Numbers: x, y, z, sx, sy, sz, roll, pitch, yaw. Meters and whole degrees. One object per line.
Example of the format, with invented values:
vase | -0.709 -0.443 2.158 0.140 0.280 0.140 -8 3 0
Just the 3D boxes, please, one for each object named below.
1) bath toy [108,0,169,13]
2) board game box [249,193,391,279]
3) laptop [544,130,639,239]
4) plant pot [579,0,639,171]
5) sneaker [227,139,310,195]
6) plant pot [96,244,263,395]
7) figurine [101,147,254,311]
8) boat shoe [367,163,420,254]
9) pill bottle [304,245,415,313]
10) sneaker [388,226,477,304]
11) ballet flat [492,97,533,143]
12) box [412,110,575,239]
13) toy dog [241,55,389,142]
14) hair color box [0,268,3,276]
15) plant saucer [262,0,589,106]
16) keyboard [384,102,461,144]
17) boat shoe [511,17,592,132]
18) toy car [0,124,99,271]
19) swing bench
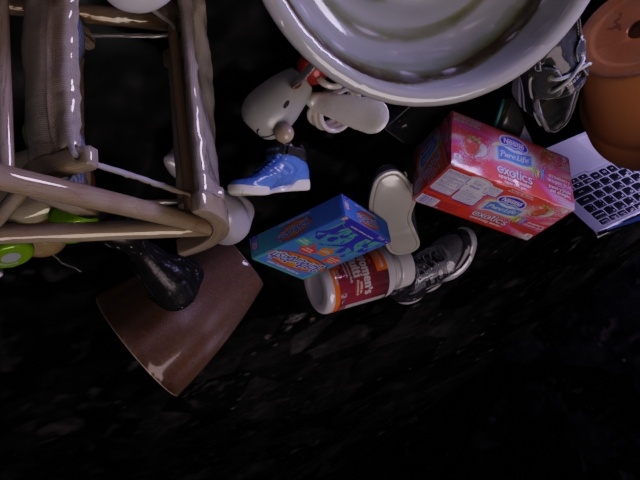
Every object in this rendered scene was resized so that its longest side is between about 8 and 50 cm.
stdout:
bath toy | -0.247 -0.267 0.397 0.348 0.129 0.151 12 109 -27
board game box | 0.000 0.000 1.117 0.210 0.047 0.160 -24 150 29
laptop | 0.668 -0.183 1.151 0.382 0.408 0.236 -22 139 -11
plant pot | 0.562 -0.289 1.013 0.291 0.291 0.203 -40 133 18
sneaker | -0.079 -0.112 0.912 0.152 0.084 0.058 -10 -171 -41
plant pot | -0.221 0.107 1.038 0.230 0.215 0.215 -39 152 -12
figurine | -0.206 -0.032 0.872 0.215 0.092 0.209 -53 151 -19
boat shoe | 0.144 -0.068 1.166 0.095 0.079 0.254 -17 143 12
pill bottle | 0.085 0.075 1.297 0.221 0.121 0.121 -13 147 -25
sneaker | 0.240 0.062 1.427 0.153 0.101 0.268 7 137 -50
ballet flat | 0.359 -0.166 1.179 0.280 0.096 0.095 95 18 -61
box | 0.305 -0.110 1.077 0.257 0.123 0.128 17 150 -16
toy dog | 0.063 -0.224 0.779 0.220 0.161 0.334 4 137 -44
hair color box | -0.585 0.049 0.708 0.339 0.110 0.185 -28 149 2
plant saucer | 0.106 -0.342 0.601 0.400 0.100 0.400 -6 114 -14
keyboard | 0.219 -0.283 0.954 0.317 0.033 0.201 -41 155 18
boat shoe | 0.373 -0.282 0.951 0.121 0.119 0.335 -35 156 9
toy car | -0.340 -0.031 0.758 0.149 0.155 0.188 -22 159 -11
swing bench | -0.200 -0.130 0.572 0.254 0.253 0.165 3 162 -41
